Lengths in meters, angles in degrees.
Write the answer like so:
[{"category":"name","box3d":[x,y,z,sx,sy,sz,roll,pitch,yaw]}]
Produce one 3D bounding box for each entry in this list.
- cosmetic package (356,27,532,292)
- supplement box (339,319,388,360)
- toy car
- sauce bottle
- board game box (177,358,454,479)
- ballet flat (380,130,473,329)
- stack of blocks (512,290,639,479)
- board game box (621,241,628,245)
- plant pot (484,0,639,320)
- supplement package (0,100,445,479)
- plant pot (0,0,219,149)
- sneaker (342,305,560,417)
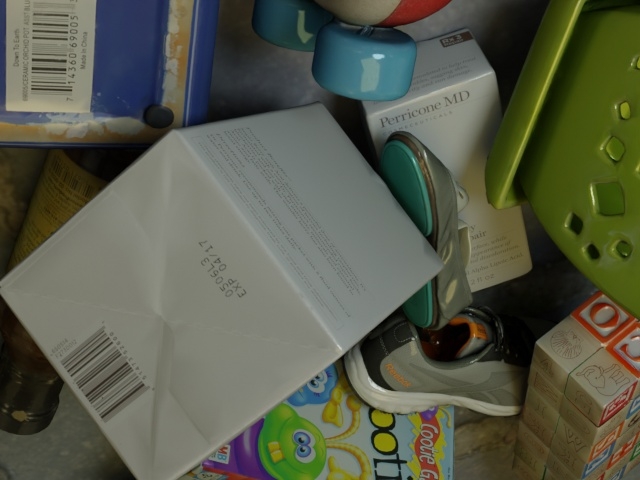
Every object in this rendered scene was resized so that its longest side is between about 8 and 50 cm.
[{"category":"cosmetic package","box3d":[0.110,-0.061,1.095,0.117,0.085,0.231,-19,131,1]},{"category":"supplement box","box3d":[0.050,0.109,1.240,0.083,0.043,0.055,19,121,-25]},{"category":"toy car","box3d":[0.096,-0.233,0.895,0.238,0.210,0.219,-3,118,-27]},{"category":"sauce bottle","box3d":[-0.221,0.029,1.069,0.111,0.111,0.344,15,123,-24]},{"category":"board game box","box3d":[-0.019,0.202,1.204,0.275,0.142,0.144,18,149,-25]},{"category":"ballet flat","box3d":[0.096,-0.016,1.042,0.068,0.072,0.213,-30,134,-24]},{"category":"stack of blocks","box3d":[0.288,0.147,1.202,0.171,0.087,0.297,-36,152,-17]},{"category":"board game box","box3d":[0.452,-0.035,1.190,0.303,0.097,0.224,19,121,-27]},{"category":"plant pot","box3d":[0.277,-0.091,0.986,0.228,0.207,0.227,-15,131,-48]},{"category":"supplement package","box3d":[-0.055,0.026,0.895,0.175,0.293,0.177,-39,86,20]},{"category":"plant pot","box3d":[-0.182,-0.188,0.841,0.236,0.212,0.236,0,127,-15]},{"category":"sneaker","box3d":[0.157,0.111,1.191,0.271,0.100,0.108,0,147,-35]}]
